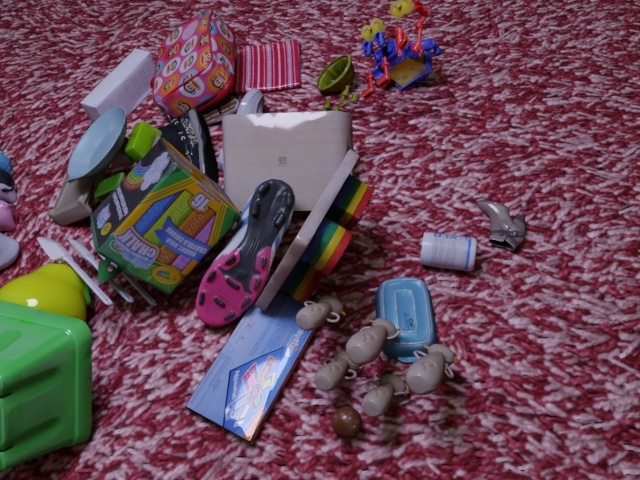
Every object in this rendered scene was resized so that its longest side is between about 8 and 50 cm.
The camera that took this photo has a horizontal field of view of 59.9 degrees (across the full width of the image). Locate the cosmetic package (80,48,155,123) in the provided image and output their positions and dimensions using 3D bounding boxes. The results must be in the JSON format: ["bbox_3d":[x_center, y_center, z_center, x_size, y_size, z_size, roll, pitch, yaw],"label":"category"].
[{"bbox_3d":[-0.540,-0.410,1.520,0.060,0.099,0.239,20,59,19],"label":"cosmetic package"}]

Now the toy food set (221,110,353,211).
[{"bbox_3d":[-0.078,-0.174,1.271,0.305,0.092,0.220,-1,91,8],"label":"toy food set"}]

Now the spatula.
[{"bbox_3d":[-0.461,0.064,1.158,0.242,0.168,0.019,39,101,25],"label":"spatula"}]

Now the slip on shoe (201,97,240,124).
[{"bbox_3d":[-0.269,-0.335,1.472,0.135,0.041,0.052,-20,71,15],"label":"slip on shoe"}]

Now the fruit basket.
[{"bbox_3d":[-0.572,0.206,1.042,0.391,0.283,0.392,6,14,-1],"label":"fruit basket"}]

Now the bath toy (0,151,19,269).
[{"bbox_3d":[-0.801,-0.080,1.303,0.151,0.129,0.348,-22,56,-9],"label":"bath toy"}]

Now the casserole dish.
[{"bbox_3d":[0.166,0.144,1.084,0.114,0.037,0.189,-4,56,5],"label":"casserole dish"}]

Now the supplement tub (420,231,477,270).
[{"bbox_3d":[0.261,0.023,1.136,0.107,0.071,0.071,8,56,11],"label":"supplement tub"}]

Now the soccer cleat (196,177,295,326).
[{"bbox_3d":[-0.145,0.027,1.156,0.116,0.143,0.331,29,84,-3],"label":"soccer cleat"}]

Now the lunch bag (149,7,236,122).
[{"bbox_3d":[-0.355,-0.463,1.493,0.258,0.120,0.293,-23,51,24],"label":"lunch bag"}]

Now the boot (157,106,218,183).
[{"bbox_3d":[-0.354,-0.201,1.367,0.178,0.085,0.237,-19,65,7],"label":"boot"}]

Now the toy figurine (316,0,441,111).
[{"bbox_3d":[0.185,-0.422,1.427,0.362,0.217,0.191,-27,60,42],"label":"toy figurine"}]

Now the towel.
[{"bbox_3d":[-0.193,-0.491,1.576,0.274,0.031,0.199,-4,56,4],"label":"towel"}]

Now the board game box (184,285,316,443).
[{"bbox_3d":[-0.120,0.227,1.066,0.145,0.027,0.281,20,60,21],"label":"board game box"}]

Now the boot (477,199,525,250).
[{"bbox_3d":[0.376,-0.031,1.178,0.118,0.042,0.087,23,63,22],"label":"boot"}]

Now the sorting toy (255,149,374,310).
[{"bbox_3d":[0.000,0.000,1.073,0.089,0.257,0.255,32,51,-2],"label":"sorting toy"}]

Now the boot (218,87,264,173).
[{"bbox_3d":[-0.153,-0.263,1.385,0.123,0.095,0.258,13,66,8],"label":"boot"}]

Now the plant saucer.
[{"bbox_3d":[-0.488,-0.211,1.244,0.194,0.037,0.195,-22,50,29],"label":"plant saucer"}]

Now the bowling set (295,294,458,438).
[{"bbox_3d":[0.073,0.233,0.994,0.287,0.200,0.154,29,21,20],"label":"bowling set"}]

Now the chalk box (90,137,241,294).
[{"bbox_3d":[-0.335,-0.025,1.121,0.289,0.179,0.180,-47,35,4],"label":"chalk box"}]

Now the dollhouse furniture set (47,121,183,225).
[{"bbox_3d":[-0.478,-0.128,1.320,0.301,0.151,0.198,-14,54,35],"label":"dollhouse furniture set"}]
